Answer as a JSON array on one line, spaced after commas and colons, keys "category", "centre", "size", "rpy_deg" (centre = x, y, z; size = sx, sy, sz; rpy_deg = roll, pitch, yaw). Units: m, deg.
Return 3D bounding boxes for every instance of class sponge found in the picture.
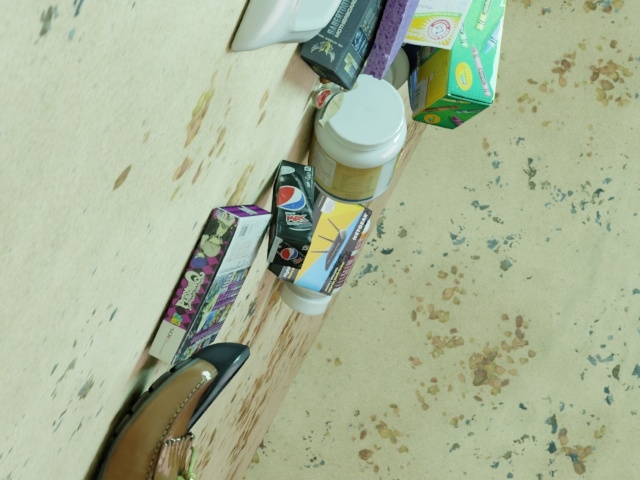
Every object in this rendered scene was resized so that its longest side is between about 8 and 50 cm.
[{"category": "sponge", "centre": [0.114, -0.326, 1.611], "size": [0.117, 0.031, 0.210], "rpy_deg": [-61, 174, -36]}]

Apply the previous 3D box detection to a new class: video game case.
[{"category": "video game case", "centre": [-0.142, 0.053, 1.591], "size": [0.210, 0.042, 0.232], "rpy_deg": [-65, 174, 6]}]

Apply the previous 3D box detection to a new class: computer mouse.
[{"category": "computer mouse", "centre": [-0.212, 0.247, 1.754], "size": [0.272, 0.072, 0.188], "rpy_deg": [-51, 176, 2]}]

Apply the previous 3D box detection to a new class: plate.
[{"category": "plate", "centre": [0.012, -0.327, 1.271], "size": [0.277, 0.045, 0.278], "rpy_deg": [-65, 174, 16]}]

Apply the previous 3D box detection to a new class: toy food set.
[{"category": "toy food set", "centre": [0.022, -0.234, 1.745], "size": [0.122, 0.019, 0.078], "rpy_deg": [-50, 142, -20]}]

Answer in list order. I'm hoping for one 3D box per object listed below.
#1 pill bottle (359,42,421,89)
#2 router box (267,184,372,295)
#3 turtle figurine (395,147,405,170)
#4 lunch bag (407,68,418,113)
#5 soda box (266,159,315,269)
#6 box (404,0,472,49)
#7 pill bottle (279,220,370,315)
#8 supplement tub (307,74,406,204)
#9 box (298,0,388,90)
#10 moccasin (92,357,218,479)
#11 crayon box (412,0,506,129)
[{"category": "pill bottle", "centre": [0.108, -0.294, 1.936], "size": [0.094, 0.094, 0.169], "rpy_deg": [-67, 172, 32]}, {"category": "router box", "centre": [0.000, 0.000, 2.155], "size": [0.133, 0.046, 0.179], "rpy_deg": [21, 98, -39]}, {"category": "turtle figurine", "centre": [0.111, -0.260, 2.156], "size": [0.217, 0.087, 0.269], "rpy_deg": [38, 57, -80]}, {"category": "lunch bag", "centre": [0.205, -0.339, 2.165], "size": [0.176, 0.090, 0.219], "rpy_deg": [-78, 164, -50]}, {"category": "soda box", "centre": [-0.042, -0.040, 1.716], "size": [0.169, 0.053, 0.060], "rpy_deg": [-88, -165, -47]}, {"category": "box", "centre": [0.166, -0.397, 1.743], "size": [0.103, 0.114, 0.203], "rpy_deg": [-108, -148, -45]}, {"category": "pill bottle", "centre": [0.004, 0.030, 2.306], "size": [0.221, 0.121, 0.121], "rpy_deg": [-66, 173, 28]}, {"category": "supplement tub", "centre": [0.058, -0.158, 1.863], "size": [0.144, 0.144, 0.199], "rpy_deg": [-60, 173, -24]}, {"category": "box", "centre": [0.048, -0.303, 1.585], "size": [0.183, 0.059, 0.233], "rpy_deg": [-64, 174, 5]}, {"category": "moccasin", "centre": [-0.230, 0.334, 1.566], "size": [0.380, 0.147, 0.139], "rpy_deg": [-62, 174, -4]}, {"category": "crayon box", "centre": [0.224, -0.334, 1.883], "size": [0.165, 0.081, 0.278], "rpy_deg": [151, -52, -74]}]
